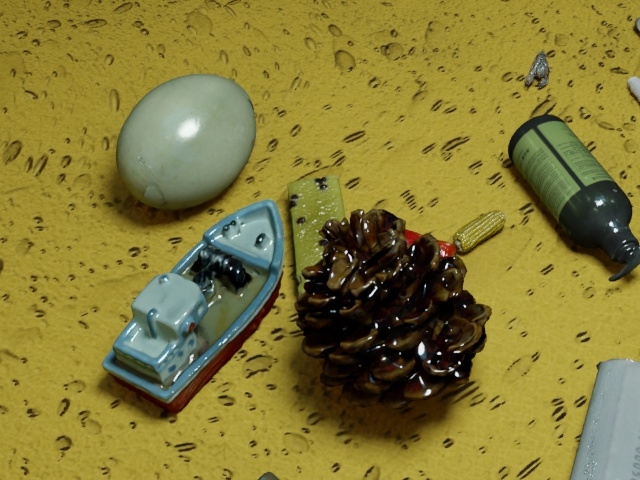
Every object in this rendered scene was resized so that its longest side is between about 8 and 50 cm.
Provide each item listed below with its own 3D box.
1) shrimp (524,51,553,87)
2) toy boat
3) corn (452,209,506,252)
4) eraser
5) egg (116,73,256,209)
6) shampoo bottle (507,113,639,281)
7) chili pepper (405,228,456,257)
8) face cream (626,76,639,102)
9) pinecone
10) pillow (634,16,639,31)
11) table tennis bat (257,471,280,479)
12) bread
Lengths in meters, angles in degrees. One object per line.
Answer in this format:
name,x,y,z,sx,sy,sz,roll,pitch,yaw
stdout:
shrimp,0.379,-0.290,1.629,0.038,0.029,0.092,22,59,12
toy boat,-0.153,0.067,1.284,0.145,0.133,0.332,23,54,24
corn,0.233,-0.015,1.389,0.092,0.037,0.037,-28,52,-20
eraser,0.388,0.259,1.106,0.174,0.081,0.227,13,51,20
egg,-0.202,-0.154,1.446,0.187,0.186,0.253,23,57,23
shampoo bottle,0.381,-0.064,1.378,0.101,0.101,0.283,-18,50,-11
chili pepper,0.127,0.001,1.389,0.178,0.027,0.045,19,53,22
face cream,0.548,-0.227,1.554,0.034,0.034,0.130,-19,49,-12
pinecone,0.083,0.091,1.165,0.244,0.257,0.243,-10,52,13
pillow,0.645,-0.336,1.640,0.131,0.038,0.232,-17,49,-6
table tennis bat,0.009,0.355,1.094,0.131,0.022,0.234,-36,58,-23
bread,0.000,0.000,1.386,0.088,0.049,0.226,-7,49,-2
